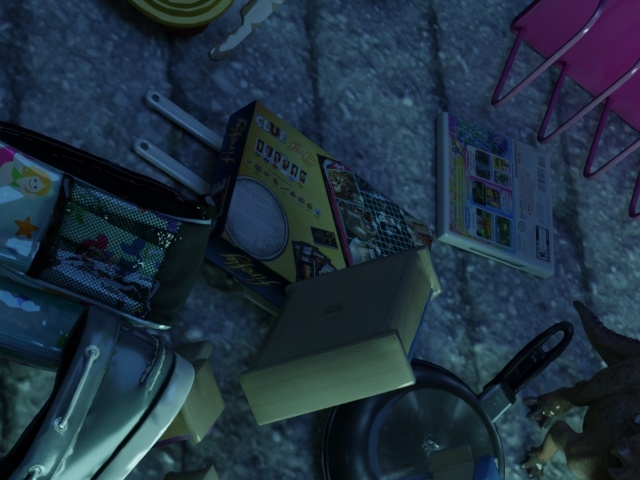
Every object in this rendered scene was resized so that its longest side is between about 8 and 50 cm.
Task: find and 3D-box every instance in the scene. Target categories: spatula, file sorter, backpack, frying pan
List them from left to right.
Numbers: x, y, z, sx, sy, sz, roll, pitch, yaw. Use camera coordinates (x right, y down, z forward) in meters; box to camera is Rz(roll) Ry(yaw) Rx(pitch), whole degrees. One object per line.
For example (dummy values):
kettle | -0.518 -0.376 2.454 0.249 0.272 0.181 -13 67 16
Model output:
backpack | -0.242 -0.004 1.420 0.253 0.225 0.191 28 82 -20
spatula | -0.086 -0.031 1.691 0.242 0.019 0.168 35 50 -15
frying pan | 0.147 0.193 1.675 0.326 0.053 0.197 -10 81 -31
file sorter | 0.361 -0.157 1.960 0.291 0.202 0.182 36 47 -12

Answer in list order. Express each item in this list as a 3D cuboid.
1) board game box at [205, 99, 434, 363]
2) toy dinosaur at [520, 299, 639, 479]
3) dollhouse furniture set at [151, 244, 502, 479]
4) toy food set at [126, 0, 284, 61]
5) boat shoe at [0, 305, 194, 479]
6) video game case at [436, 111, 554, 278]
board game box | 0.000 0.000 1.688 0.243 0.042 0.165 36 48 -28
toy dinosaur | 0.303 0.176 1.721 0.127 0.200 0.295 26 51 -21
dollhouse furniture set | 0.022 0.204 1.553 0.198 0.286 0.303 -61 132 -67
toy food set | -0.150 -0.266 1.764 0.218 0.071 0.128 39 71 -7
boat shoe | -0.231 0.184 1.310 0.099 0.116 0.319 43 87 -21
video game case | 0.185 -0.049 1.898 0.143 0.019 0.157 19 55 -25
